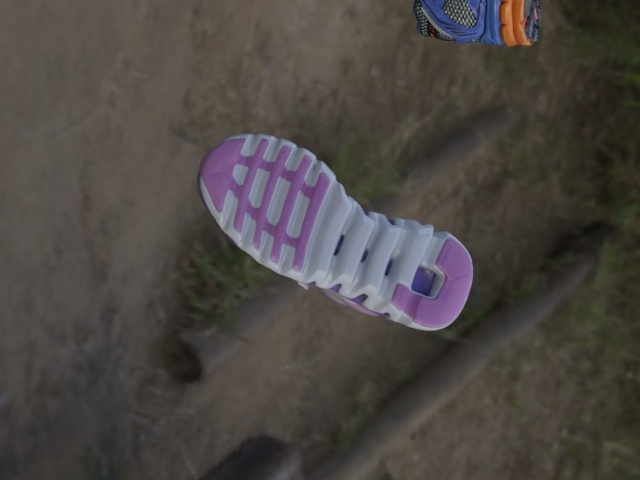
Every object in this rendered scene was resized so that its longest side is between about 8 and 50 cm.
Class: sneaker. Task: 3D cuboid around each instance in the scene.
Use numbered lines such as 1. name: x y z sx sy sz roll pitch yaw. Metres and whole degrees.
1. sneaker: 0.089 -0.229 0.963 0.083 0.087 0.221 52 32 -68
2. sneaker: 0.000 0.000 1.161 0.236 0.104 0.095 29 77 -19
